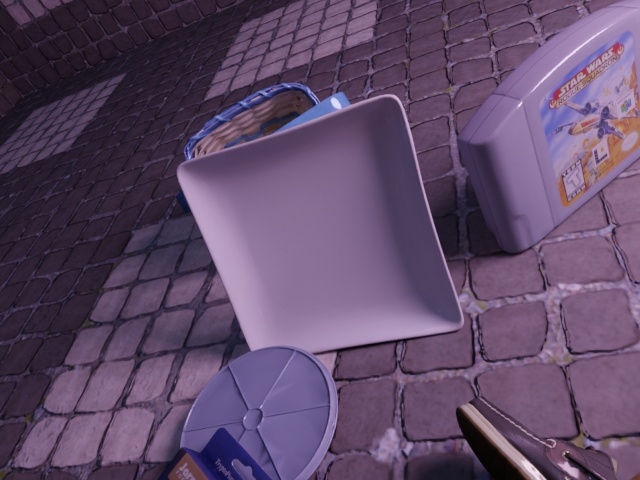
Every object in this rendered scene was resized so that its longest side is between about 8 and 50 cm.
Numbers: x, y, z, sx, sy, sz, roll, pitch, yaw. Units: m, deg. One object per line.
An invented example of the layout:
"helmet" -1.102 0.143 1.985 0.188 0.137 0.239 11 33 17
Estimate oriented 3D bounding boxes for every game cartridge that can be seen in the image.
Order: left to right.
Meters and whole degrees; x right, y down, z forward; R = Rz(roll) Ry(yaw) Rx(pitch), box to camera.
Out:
"game cartridge" 0.301 -0.142 0.615 0.297 0.198 0.062 -38 39 -8

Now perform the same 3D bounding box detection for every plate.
"plate" 0.000 0.000 0.622 0.278 0.277 0.045 -14 17 20

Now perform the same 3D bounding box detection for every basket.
"basket" -0.073 -0.121 0.790 0.255 0.201 0.289 -30 0 2

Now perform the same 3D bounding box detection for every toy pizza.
"toy pizza" -0.071 0.212 0.605 0.202 0.032 0.201 -17 41 15

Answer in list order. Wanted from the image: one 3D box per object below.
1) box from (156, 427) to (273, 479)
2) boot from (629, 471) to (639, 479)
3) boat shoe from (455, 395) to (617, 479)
"box" -0.141 0.306 0.510 0.136 0.036 0.225 27 74 43
"boot" 0.331 0.150 0.247 0.269 0.089 0.236 -45 41 7
"boat shoe" 0.205 0.199 0.409 0.073 0.080 0.223 -35 44 -14
